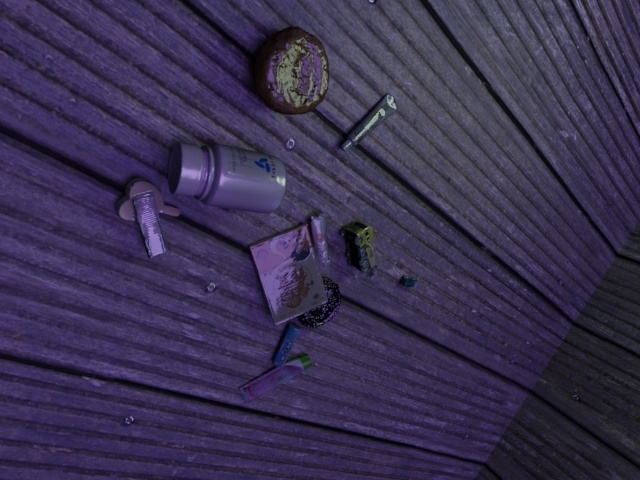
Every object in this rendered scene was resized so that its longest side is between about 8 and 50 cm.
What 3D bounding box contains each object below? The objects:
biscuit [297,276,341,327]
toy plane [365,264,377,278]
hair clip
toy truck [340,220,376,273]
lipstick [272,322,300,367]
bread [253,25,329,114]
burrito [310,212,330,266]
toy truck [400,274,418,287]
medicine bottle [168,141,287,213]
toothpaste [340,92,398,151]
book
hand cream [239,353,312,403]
[{"bbox_3d":[-0.010,0.221,1.616,0.194,0.053,0.195,-13,117,-28],"label":"biscuit"},{"bbox_3d":[0.191,0.102,1.710,0.078,0.024,0.084,-31,125,-40],"label":"toy plane"},{"bbox_3d":[-0.451,-0.067,1.208,0.159,0.071,0.219,-23,127,-29],"label":"hair clip"},{"bbox_3d":[0.152,0.020,1.615,0.116,0.085,0.191,-35,128,-27],"label":"toy truck"},{"bbox_3d":[-0.122,0.375,1.613,0.048,0.048,0.158,19,100,-36],"label":"lipstick"},{"bbox_3d":[-0.082,-0.458,1.243,0.230,0.123,0.230,-13,113,-33],"label":"bread"},{"bbox_3d":[0.000,-0.001,1.527,0.064,0.064,0.203,-19,117,-25],"label":"burrito"},{"bbox_3d":[0.360,0.171,1.834,0.083,0.044,0.039,13,105,-35],"label":"toy truck"},{"bbox_3d":[-0.251,-0.170,1.227,0.292,0.170,0.170,5,107,-34],"label":"medicine bottle"},{"bbox_3d":[0.159,-0.379,1.480,0.255,0.037,0.067,-45,121,-12],"label":"toothpaste"},{"bbox_3d":[-0.100,0.114,1.498,0.207,0.020,0.296,-23,111,-19],"label":"book"},{"bbox_3d":[-0.159,0.501,1.652,0.275,0.050,0.079,-25,96,-15],"label":"hand cream"}]
